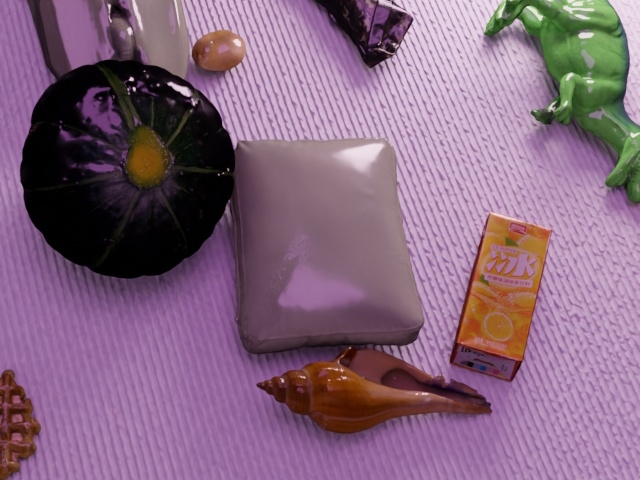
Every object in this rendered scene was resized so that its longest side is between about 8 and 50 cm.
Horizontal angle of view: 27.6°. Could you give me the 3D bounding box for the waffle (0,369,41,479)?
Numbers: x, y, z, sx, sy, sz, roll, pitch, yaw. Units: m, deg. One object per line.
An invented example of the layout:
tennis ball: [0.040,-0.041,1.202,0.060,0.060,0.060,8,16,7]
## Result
waffle: [-0.453,0.240,1.655,0.191,0.038,0.191,3,60,-6]

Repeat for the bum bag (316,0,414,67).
bum bag: [0.053,-0.382,2.058,0.102,0.069,0.248,-28,69,-22]

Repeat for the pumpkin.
pumpkin: [-0.269,-0.094,1.773,0.295,0.296,0.296,3,60,-5]

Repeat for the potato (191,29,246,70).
potato: [-0.156,-0.289,1.984,0.083,0.062,0.068,-9,27,-44]

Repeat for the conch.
conch: [0.071,0.208,1.719,0.330,0.093,0.109,11,39,-24]

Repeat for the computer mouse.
computer mouse: [-0.334,-0.388,1.974,0.228,0.145,0.429,-11,62,-16]

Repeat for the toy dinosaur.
toy dinosaur: [0.472,-0.338,2.047,0.374,0.144,0.500,35,67,7]

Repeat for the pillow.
pillow: [0.000,0.000,1.801,0.255,0.120,0.322,-2,60,-8]

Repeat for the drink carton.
drink carton: [0.252,0.076,1.816,0.096,0.071,0.223,17,60,4]
